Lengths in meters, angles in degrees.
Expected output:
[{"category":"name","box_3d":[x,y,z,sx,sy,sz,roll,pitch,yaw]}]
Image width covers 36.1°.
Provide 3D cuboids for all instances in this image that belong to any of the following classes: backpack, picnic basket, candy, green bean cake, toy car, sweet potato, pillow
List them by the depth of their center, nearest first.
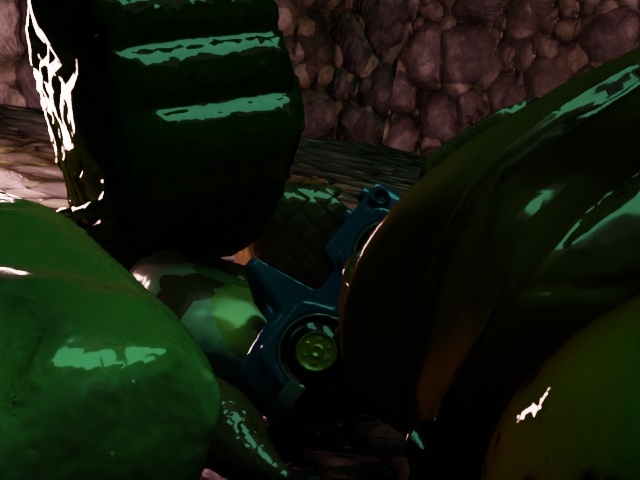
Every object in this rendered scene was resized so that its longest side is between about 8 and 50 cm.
[{"category":"backpack","box_3d":[0.200,0.041,0.611,0.378,0.354,0.201,-23,44,-11]},{"category":"candy","box_3d":[-0.180,0.062,0.626,0.142,0.132,0.343,25,3,-34]},{"category":"sweet potato","box_3d":[-0.088,0.109,0.652,0.065,0.051,0.218,-38,39,-15]},{"category":"toy car","box_3d":[0.003,0.041,0.689,0.100,0.191,0.097,33,-18,14]},{"category":"pillow","box_3d":[-0.062,0.072,0.835,0.214,0.086,0.233,18,5,-19]},{"category":"green bean cake","box_3d":[-0.172,-0.144,0.918,0.218,0.319,0.335,-12,-15,-22]},{"category":"picnic basket","box_3d":[0.000,0.000,1.078,0.178,0.138,0.128,-2,14,-27]}]

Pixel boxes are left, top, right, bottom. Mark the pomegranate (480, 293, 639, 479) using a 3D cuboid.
[{"category":"pomegranate","box_3d":[0.180,0.156,0.386,0.230,0.231,0.286,4,54,-33]}]
